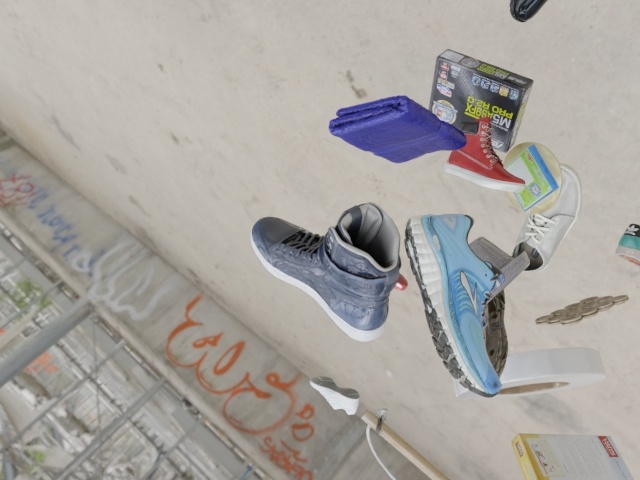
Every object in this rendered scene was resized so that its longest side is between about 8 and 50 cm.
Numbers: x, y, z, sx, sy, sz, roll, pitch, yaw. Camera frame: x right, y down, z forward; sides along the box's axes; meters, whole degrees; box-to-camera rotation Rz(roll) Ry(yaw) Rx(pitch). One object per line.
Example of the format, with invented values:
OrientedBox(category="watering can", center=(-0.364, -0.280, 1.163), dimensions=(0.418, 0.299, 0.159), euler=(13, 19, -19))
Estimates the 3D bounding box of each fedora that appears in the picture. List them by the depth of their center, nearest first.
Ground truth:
OrientedBox(category="fedora", center=(0.289, 0.093, 1.088), dimensions=(0.124, 0.244, 0.275), euler=(46, 145, 18))

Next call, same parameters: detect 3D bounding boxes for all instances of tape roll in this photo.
OrientedBox(category="tape roll", center=(0.563, 0.371, 1.472), dimensions=(0.392, 0.392, 0.071), euler=(115, 152, -63))

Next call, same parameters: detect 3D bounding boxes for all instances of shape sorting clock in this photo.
OrientedBox(category="shape sorting clock", center=(0.598, -0.177, 1.528), dimensions=(0.206, 0.040, 0.206), euler=(45, 143, 50))

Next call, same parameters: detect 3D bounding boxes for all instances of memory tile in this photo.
OrientedBox(category="memory tile", center=(0.487, 0.132, 1.006), dimensions=(0.113, 0.148, 0.012), euler=(150, 101, -74))

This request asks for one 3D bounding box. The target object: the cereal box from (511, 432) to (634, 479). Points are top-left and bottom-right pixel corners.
OrientedBox(category="cereal box", center=(0.552, 0.504, 1.151), dimensions=(0.240, 0.173, 0.047), euler=(7, 129, -12))

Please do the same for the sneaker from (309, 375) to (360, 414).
OrientedBox(category="sneaker", center=(0.030, 0.387, 1.343), dimensions=(0.152, 0.054, 0.061), euler=(18, 112, 40))

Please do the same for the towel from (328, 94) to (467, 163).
OrientedBox(category="towel", center=(0.193, -0.273, 1.317), dimensions=(0.228, 0.308, 0.076), euler=(-9, 78, 37))

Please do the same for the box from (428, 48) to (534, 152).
OrientedBox(category="box", center=(0.446, -0.398, 1.538), dimensions=(0.270, 0.060, 0.216), euler=(32, 146, 25))

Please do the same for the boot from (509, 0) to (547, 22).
OrientedBox(category="boot", center=(0.590, -0.635, 1.311), dimensions=(0.246, 0.094, 0.207), euler=(-66, 31, 29))

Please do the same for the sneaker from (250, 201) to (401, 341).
OrientedBox(category="sneaker", center=(0.002, -0.001, 0.648), dimensions=(0.226, 0.086, 0.163), euler=(36, 145, 25))

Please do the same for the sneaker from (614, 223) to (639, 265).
OrientedBox(category="sneaker", center=(1.087, 0.032, 1.771), dimensions=(0.302, 0.121, 0.108), euler=(19, -179, -36))

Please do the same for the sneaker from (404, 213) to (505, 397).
OrientedBox(category="sneaker", center=(0.124, 0.049, 0.449), dimensions=(0.063, 0.073, 0.162), euler=(76, 180, -78))

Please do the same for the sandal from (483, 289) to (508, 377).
OrientedBox(category="sandal", center=(0.309, 0.178, 1.022), dimensions=(0.060, 0.090, 0.219), euler=(-3, 90, 46))

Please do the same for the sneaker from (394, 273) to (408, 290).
OrientedBox(category="sneaker", center=(0.195, 0.151, 1.894), dimensions=(0.221, 0.087, 0.128), euler=(29, 113, 28))

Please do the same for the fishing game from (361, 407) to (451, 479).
OrientedBox(category="fishing game", center=(0.012, 0.250, 0.313), dimensions=(0.189, 0.264, 0.041), euler=(42, -171, 18))

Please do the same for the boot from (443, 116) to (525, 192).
OrientedBox(category="boot", center=(0.457, -0.234, 1.439), dimensions=(0.244, 0.088, 0.176), euler=(33, 110, 43))

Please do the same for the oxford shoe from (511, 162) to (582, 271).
OrientedBox(category="oxford shoe", center=(0.797, -0.058, 1.914), dimensions=(0.169, 0.130, 0.449), euler=(39, 135, 37))
